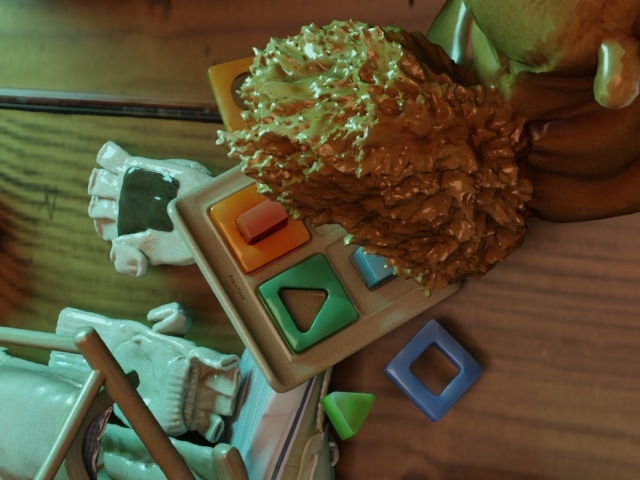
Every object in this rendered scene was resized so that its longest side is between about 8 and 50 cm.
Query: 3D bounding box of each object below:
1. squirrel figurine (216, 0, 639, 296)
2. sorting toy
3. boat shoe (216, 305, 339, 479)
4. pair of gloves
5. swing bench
[{"bbox_3d":[0.139,-0.115,0.954,0.397,0.370,0.281,-39,82,8],"label":"squirrel figurine"},{"bbox_3d":[0.000,0.000,1.132,0.196,0.047,0.347,-29,84,-21],"label":"sorting toy"},{"bbox_3d":[-0.035,0.189,1.195,0.094,0.109,0.302,15,97,-20],"label":"boat shoe"},{"bbox_3d":[-0.142,0.048,1.212,0.204,0.042,0.240,20,97,29],"label":"pair of gloves"},{"bbox_3d":[-0.210,0.191,1.132,0.253,0.255,0.165,4,60,45],"label":"swing bench"}]
